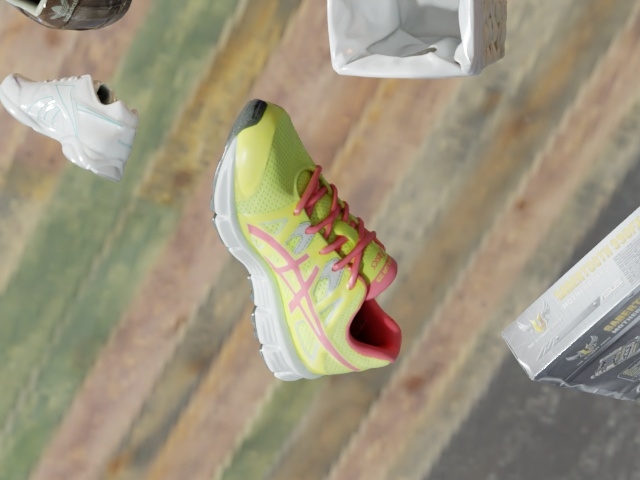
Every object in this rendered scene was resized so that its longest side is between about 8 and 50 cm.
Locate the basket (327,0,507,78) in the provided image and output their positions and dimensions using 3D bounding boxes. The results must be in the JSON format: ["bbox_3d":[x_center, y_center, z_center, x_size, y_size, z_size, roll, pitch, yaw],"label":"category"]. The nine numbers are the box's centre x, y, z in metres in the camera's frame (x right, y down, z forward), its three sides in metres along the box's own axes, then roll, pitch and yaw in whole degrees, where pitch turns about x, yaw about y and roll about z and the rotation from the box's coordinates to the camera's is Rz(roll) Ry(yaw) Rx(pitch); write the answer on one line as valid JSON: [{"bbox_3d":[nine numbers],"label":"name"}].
[{"bbox_3d":[0.075,-0.204,1.385,0.113,0.103,0.167,3,100,23],"label":"basket"}]

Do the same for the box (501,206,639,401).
[{"bbox_3d":[0.293,0.040,1.640,0.231,0.183,0.056,-45,56,22],"label":"box"}]

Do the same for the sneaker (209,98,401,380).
[{"bbox_3d":[0.000,0.000,1.158,0.094,0.208,0.081,4,44,25],"label":"sneaker"}]

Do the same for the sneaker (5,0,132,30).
[{"bbox_3d":[-0.184,-0.176,1.016,0.188,0.071,0.066,34,112,15],"label":"sneaker"}]

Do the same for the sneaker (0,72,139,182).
[{"bbox_3d":[-0.184,-0.098,1.435,0.152,0.053,0.061,33,98,40],"label":"sneaker"}]
